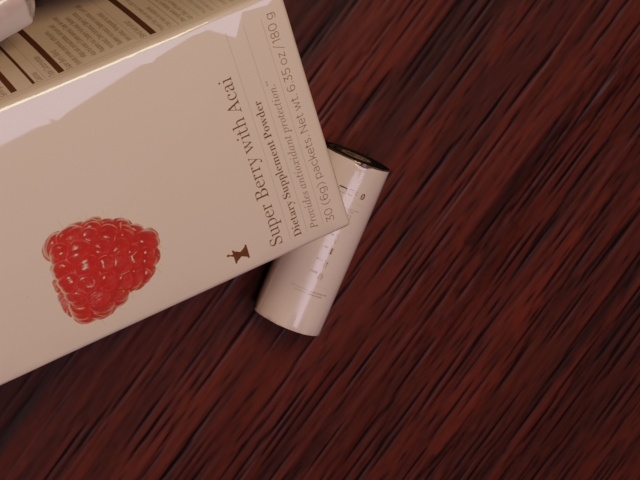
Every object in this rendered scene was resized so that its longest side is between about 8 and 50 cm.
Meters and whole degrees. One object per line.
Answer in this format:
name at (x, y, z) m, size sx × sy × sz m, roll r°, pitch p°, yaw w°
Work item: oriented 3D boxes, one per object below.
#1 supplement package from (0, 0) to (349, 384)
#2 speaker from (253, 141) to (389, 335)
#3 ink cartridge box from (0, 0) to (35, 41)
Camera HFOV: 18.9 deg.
supplement package at (-0.162, -0.050, 1.242) m, size 0.293 × 0.175 × 0.177 m, roll -25°, pitch 119°, yaw -14°
speaker at (0.000, 0.000, 1.406) m, size 0.055 × 0.055 × 0.136 m, roll 17°, pitch 101°, yaw -29°
ink cartridge box at (-0.314, -0.151, 1.139) m, size 0.232 × 0.066 × 0.189 m, roll -32°, pitch 74°, yaw -14°
